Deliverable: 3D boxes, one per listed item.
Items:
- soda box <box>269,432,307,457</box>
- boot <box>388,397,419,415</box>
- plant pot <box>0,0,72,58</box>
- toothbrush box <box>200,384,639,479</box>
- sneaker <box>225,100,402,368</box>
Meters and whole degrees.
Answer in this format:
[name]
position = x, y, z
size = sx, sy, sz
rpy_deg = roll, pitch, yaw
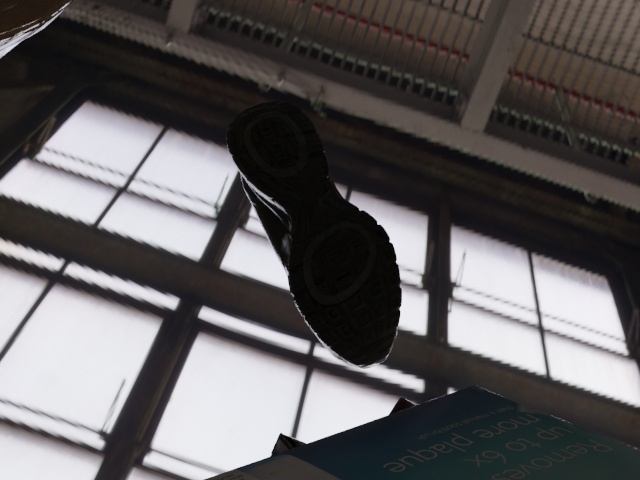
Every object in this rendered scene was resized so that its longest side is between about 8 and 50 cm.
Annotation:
[soda box]
position = -0.036, 0.237, 0.874
size = 0.060, 0.053, 0.169
rpy_deg = 26, -87, -22
[boot]
position = 0.093, 0.238, 1.244
size = 0.106, 0.037, 0.114
rpy_deg = 47, -110, -22
[plant pot]
position = -0.239, -0.127, 0.375
size = 0.229, 0.263, 0.263
rpy_deg = -27, -72, 32
[toothbrush box]
position = 0.101, 0.186, 0.508
size = 0.295, 0.216, 0.126
rpy_deg = 19, -66, 48
[sneaker]
position = 0.000, 0.000, 1.141
size = 0.109, 0.130, 0.286
rpy_deg = -21, -113, -6
